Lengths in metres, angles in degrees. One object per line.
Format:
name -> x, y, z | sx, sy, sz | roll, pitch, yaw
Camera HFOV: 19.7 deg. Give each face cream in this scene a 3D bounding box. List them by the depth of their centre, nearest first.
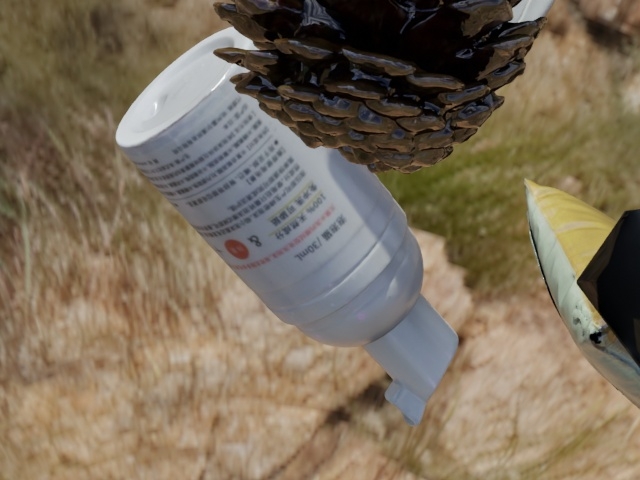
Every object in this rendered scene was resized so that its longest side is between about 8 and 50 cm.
face cream -> 0.000, 0.000, 1.554 | 0.145, 0.145, 0.369 | -50, 115, -17

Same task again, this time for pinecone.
pinecone -> 0.039, -0.143, 1.004 | 0.184, 0.179, 0.204 | 26, 96, 37

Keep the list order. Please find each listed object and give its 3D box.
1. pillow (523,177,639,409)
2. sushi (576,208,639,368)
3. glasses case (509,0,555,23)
pillow -> 0.330, 0.095, 1.774 | 0.310, 0.312, 0.119 | 36, 107, -20
sushi -> 0.380, 0.025, 1.486 | 0.212, 0.227, 0.215 | -5, 49, -39
glasses case -> 0.137, -0.205, 1.280 | 0.059, 0.092, 0.233 | 44, 58, -25
